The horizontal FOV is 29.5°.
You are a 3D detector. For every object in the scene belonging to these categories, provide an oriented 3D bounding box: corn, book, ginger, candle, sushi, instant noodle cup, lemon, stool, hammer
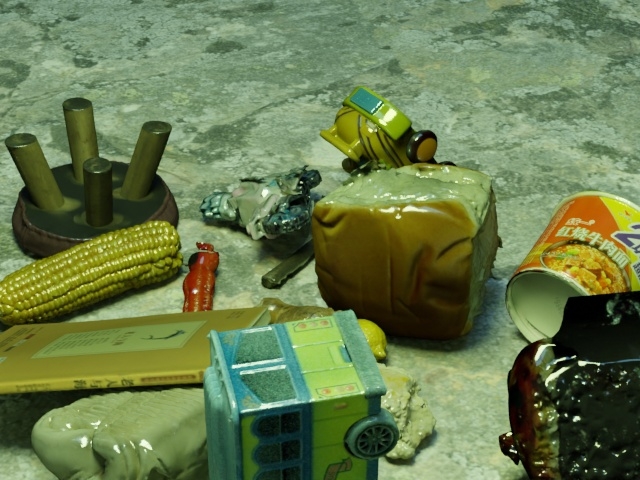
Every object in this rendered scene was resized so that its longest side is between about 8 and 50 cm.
[{"bbox_3d":[-0.347,0.050,1.819,0.313,0.102,0.102,-22,39,-29],"label":"corn"},{"bbox_3d":[-0.280,0.145,1.600,0.389,0.032,0.269,-4,12,13],"label":"book"},{"bbox_3d":[-0.044,0.125,1.738,0.165,0.067,0.096,6,36,42],"label":"ginger"},{"bbox_3d":[-0.182,0.106,1.779,0.051,0.048,0.329,7,33,-5],"label":"candle"},{"bbox_3d":[0.321,0.218,1.452,0.213,0.227,0.215,-7,28,2],"label":"sushi"},{"bbox_3d":[0.374,0.061,1.728,0.213,0.213,0.174,24,49,31],"label":"instant noodle cup"},{"bbox_3d":[0.060,0.144,1.707,0.065,0.065,0.092,-21,30,-28],"label":"lemon"},{"bbox_3d":[-0.369,-0.098,1.972,0.272,0.178,0.272,1,33,-1],"label":"stool"},{"bbox_3d":[0.000,-0.001,1.964,0.125,0.027,0.297,20,38,26],"label":"hammer"}]

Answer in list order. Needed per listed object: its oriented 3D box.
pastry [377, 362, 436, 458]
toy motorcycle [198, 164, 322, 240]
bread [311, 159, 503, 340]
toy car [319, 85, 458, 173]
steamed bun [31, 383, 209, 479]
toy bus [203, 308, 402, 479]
[{"bbox_3d":[0.023,0.206,1.599,0.259,0.089,0.121,12,42,23],"label":"pastry"},{"bbox_3d":[-0.104,-0.051,1.969,0.204,0.108,0.239,-10,5,10],"label":"toy motorcycle"},{"bbox_3d":[0.121,0.008,1.743,0.250,0.279,0.225,11,49,18],"label":"bread"},{"bbox_3d":[0.105,-0.135,2.010,0.142,0.248,0.200,-46,42,-4],"label":"toy car"},{"bbox_3d":[-0.216,0.256,1.462,0.211,0.144,0.218,5,22,35],"label":"steamed bun"},{"bbox_3d":[-0.025,0.245,1.327,0.190,0.312,0.152,-8,34,-12],"label":"toy bus"}]
